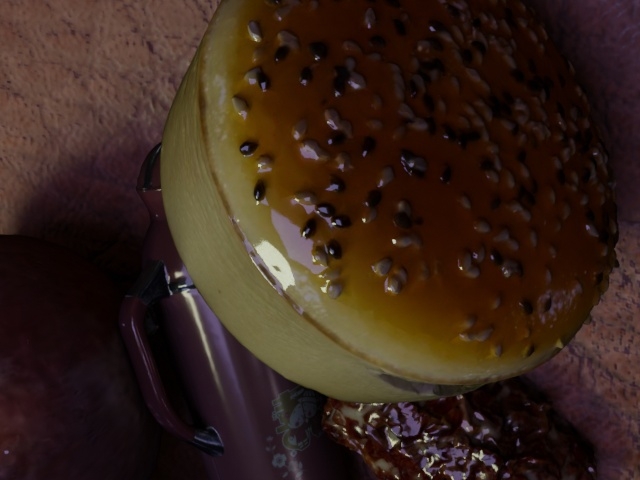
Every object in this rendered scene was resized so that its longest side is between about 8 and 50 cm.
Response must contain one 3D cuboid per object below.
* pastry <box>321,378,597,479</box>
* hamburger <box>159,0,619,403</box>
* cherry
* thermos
[{"bbox_3d":[0.100,0.146,0.882,0.208,0.097,0.115,37,131,5],"label":"pastry"},{"bbox_3d":[0.051,-0.046,0.721,0.176,0.300,0.300,-29,97,46],"label":"hamburger"},{"bbox_3d":[-0.233,0.116,0.918,0.221,0.307,0.261,-16,71,-11],"label":"cherry"},{"bbox_3d":[-0.076,0.081,0.913,0.136,0.109,0.330,-18,105,-11],"label":"thermos"}]
